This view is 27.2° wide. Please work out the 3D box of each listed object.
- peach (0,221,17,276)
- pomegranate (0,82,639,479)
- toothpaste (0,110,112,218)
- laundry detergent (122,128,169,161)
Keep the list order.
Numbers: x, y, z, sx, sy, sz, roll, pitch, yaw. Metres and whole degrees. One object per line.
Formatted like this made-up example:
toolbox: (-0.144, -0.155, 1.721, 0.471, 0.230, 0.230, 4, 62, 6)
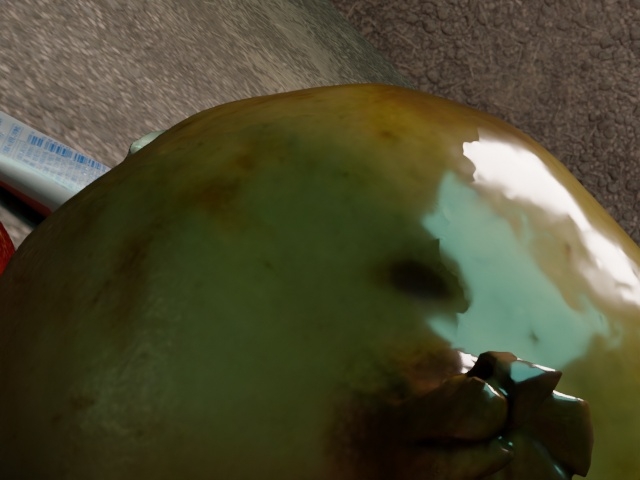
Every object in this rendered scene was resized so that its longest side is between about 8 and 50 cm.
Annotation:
peach: (-0.208, -0.030, 0.587, 0.189, 0.068, 0.279, 53, 16, 24)
pomegranate: (0.011, 0.078, 0.507, 0.307, 0.307, 0.307, 41, 15, -13)
toothpaste: (-0.133, -0.021, 0.805, 0.234, 0.057, 0.089, 34, 15, -16)
laundry detergent: (0.000, 0.000, 0.926, 0.290, 0.094, 0.143, 29, 23, -5)
